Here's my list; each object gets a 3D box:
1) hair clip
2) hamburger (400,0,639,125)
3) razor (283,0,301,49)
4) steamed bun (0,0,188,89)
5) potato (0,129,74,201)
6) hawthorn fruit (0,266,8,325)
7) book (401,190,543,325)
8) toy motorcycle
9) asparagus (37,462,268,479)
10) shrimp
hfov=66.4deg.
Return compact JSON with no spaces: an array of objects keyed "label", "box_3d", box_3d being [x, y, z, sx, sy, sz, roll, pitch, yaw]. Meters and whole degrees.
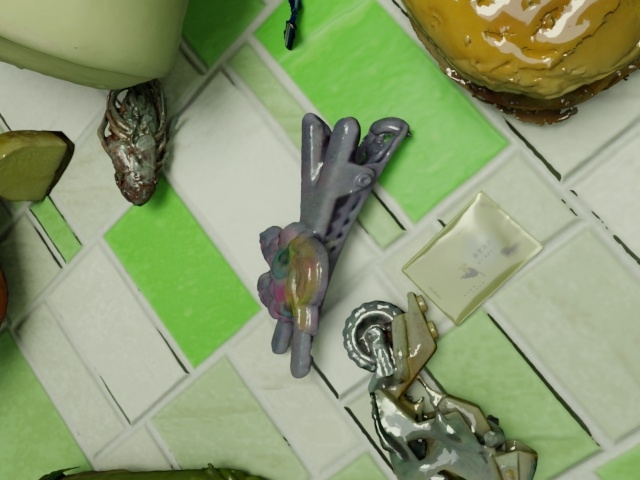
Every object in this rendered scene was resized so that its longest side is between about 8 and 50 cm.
[{"label":"hair clip","box_3d":[-0.010,-0.006,0.487,0.137,0.090,0.278,31,101,51]},{"label":"hamburger","box_3d":[0.172,-0.223,0.372,0.244,0.163,0.244,1,92,17]},{"label":"razor","box_3d":[-0.043,-0.283,0.519,0.028,0.044,0.155,-15,84,-10]},{"label":"steamed bun","box_3d":[-0.298,-0.356,0.420,0.456,0.290,0.371,27,106,37]},{"label":"potato","box_3d":[-0.378,-0.102,0.603,0.066,0.103,0.096,38,102,11]},{"label":"hawthorn fruit","box_3d":[-0.613,0.032,0.521,0.471,0.472,0.472,1,92,19]},{"label":"book","box_3d":[0.142,0.018,0.470,0.077,0.014,0.111,46,106,12]},{"label":"toy motorcycle","box_3d":[0.110,0.155,0.454,0.130,0.094,0.229,-24,71,14]},{"label":"asparagus","box_3d":[-0.171,0.317,0.547,0.382,0.108,0.128,-10,87,18]},{"label":"shrimp","box_3d":[-0.208,-0.135,0.562,0.073,0.075,0.190,-2,80,51]}]
